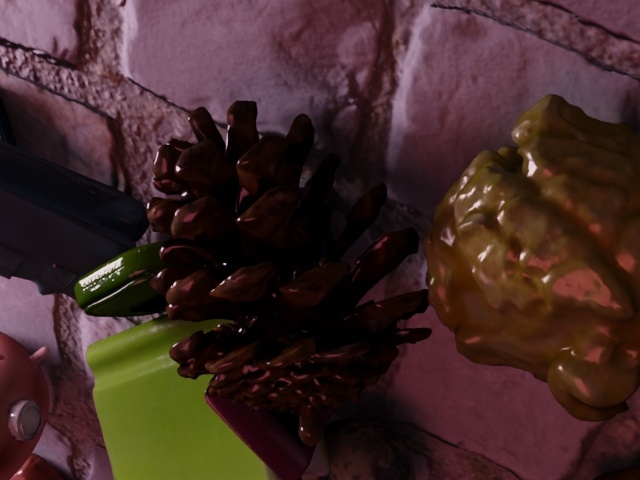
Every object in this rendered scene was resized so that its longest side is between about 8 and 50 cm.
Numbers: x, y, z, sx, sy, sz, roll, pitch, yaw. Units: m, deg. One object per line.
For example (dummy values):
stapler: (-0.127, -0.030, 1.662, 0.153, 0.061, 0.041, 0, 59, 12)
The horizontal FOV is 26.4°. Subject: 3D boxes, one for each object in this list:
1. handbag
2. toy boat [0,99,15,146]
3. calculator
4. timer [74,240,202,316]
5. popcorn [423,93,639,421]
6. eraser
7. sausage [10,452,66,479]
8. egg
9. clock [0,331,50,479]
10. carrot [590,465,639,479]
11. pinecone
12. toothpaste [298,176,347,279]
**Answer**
handbag: (-0.305, -0.016, 1.400, 0.229, 0.062, 0.179, 24, 143, -21)
toy boat: (-0.348, -0.098, 1.399, 0.060, 0.061, 0.137, 18, 137, 17)
calculator: (-0.032, 0.129, 1.313, 0.127, 0.190, 0.034, 47, 133, -14)
timer: (-0.169, 0.041, 1.371, 0.140, 0.128, 0.047, -27, 71, 37)
popcorn: (0.197, 0.013, 1.074, 0.256, 0.195, 0.255, -14, 111, 39)
eraser: (-0.126, 0.173, 1.424, 0.274, 0.092, 0.210, -25, 79, 47)
sausage: (-0.354, 0.350, 1.819, 0.062, 0.062, 0.154, -19, 117, 42)
egg: (0.032, 0.257, 1.430, 0.141, 0.141, 0.182, 30, 139, 5)
clock: (-0.434, 0.199, 1.602, 0.241, 0.227, 0.142, 0, 143, 32)
carrot: (0.337, 0.249, 1.277, 0.193, 0.087, 0.087, -14, 120, 38)
pinecone: (-0.032, 0.020, 1.178, 0.244, 0.244, 0.309, -31, 78, 45)
toothpaste: (0.000, 0.000, 1.302, 0.037, 0.021, 0.140, -4, 122, 29)
